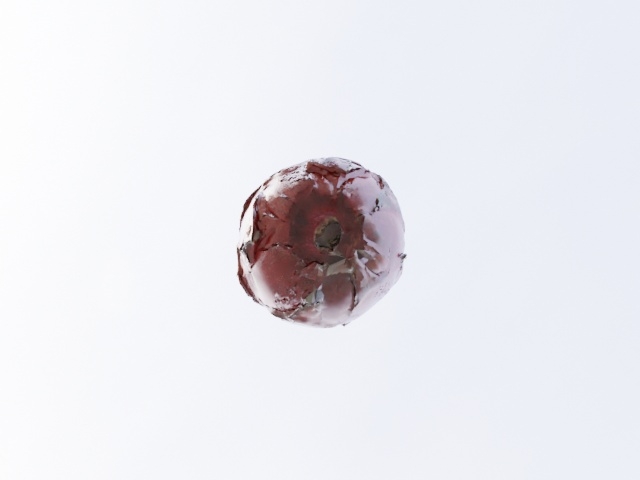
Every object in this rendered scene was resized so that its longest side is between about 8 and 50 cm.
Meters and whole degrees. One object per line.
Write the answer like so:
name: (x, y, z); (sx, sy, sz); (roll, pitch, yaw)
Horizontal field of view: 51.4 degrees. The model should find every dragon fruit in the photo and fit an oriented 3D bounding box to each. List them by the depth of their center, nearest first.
dragon fruit: (0.000, 0.000, 1.103); (0.295, 0.302, 0.296); (0, -97, 1)
